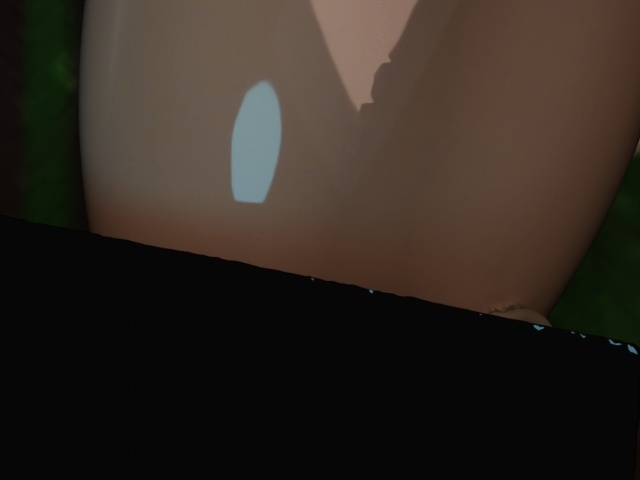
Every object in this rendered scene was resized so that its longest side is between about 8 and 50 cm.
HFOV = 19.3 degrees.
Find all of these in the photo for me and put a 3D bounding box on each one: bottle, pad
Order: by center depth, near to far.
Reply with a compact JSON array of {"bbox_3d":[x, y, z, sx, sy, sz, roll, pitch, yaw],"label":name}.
[{"bbox_3d":[-0.048,0.079,0.420,0.245,0.006,0.170,10,108,30],"label":"pad"},{"bbox_3d":[0.000,0.000,0.472,0.147,0.147,0.237,13,84,3],"label":"bottle"}]
